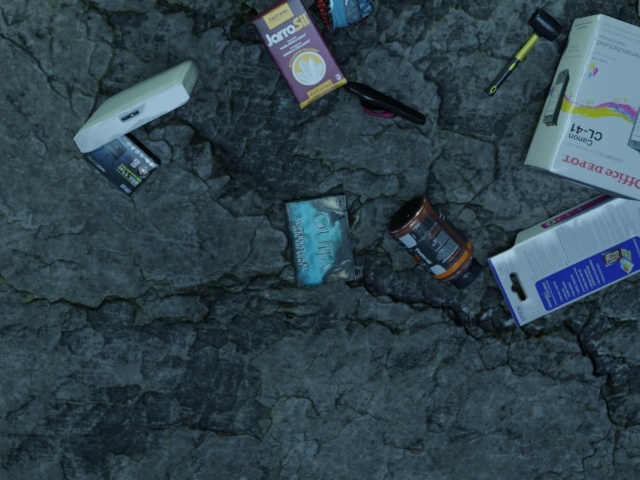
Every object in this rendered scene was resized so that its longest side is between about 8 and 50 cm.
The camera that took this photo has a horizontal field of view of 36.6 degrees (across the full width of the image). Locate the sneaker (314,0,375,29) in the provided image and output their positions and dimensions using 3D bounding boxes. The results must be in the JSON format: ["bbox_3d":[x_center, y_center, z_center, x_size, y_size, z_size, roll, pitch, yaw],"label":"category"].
[{"bbox_3d":[0.044,-0.527,1.777,0.125,0.104,0.261,-13,114,-18],"label":"sneaker"}]

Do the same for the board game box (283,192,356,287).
[{"bbox_3d":[0.000,0.000,1.976,0.126,0.026,0.186,-9,109,0],"label":"board game box"}]

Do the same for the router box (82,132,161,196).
[{"bbox_3d":[-0.387,-0.159,1.889,0.122,0.038,0.092,42,102,-16],"label":"router box"}]

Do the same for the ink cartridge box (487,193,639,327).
[{"bbox_3d":[0.539,0.023,2.001,0.371,0.069,0.175,-26,109,3],"label":"ink cartridge box"}]

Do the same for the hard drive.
[{"bbox_3d":[-0.317,-0.247,1.721,0.203,0.307,0.040,-26,108,5],"label":"hard drive"}]

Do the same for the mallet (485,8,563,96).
[{"bbox_3d":[0.396,-0.353,1.880,0.062,0.039,0.189,28,109,-9],"label":"mallet"}]

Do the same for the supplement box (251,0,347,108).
[{"bbox_3d":[-0.040,-0.359,1.822,0.104,0.081,0.188,-29,108,7],"label":"supplement box"}]

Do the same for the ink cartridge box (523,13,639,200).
[{"bbox_3d":[0.557,-0.250,1.848,0.226,0.131,0.306,16,95,-10],"label":"ink cartridge box"}]

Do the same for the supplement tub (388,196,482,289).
[{"bbox_3d":[0.237,0.011,1.954,0.106,0.106,0.198,-44,106,11],"label":"supplement tub"}]

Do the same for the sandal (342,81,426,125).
[{"bbox_3d":[0.121,-0.257,1.879,0.179,0.067,0.040,24,117,-14],"label":"sandal"}]
